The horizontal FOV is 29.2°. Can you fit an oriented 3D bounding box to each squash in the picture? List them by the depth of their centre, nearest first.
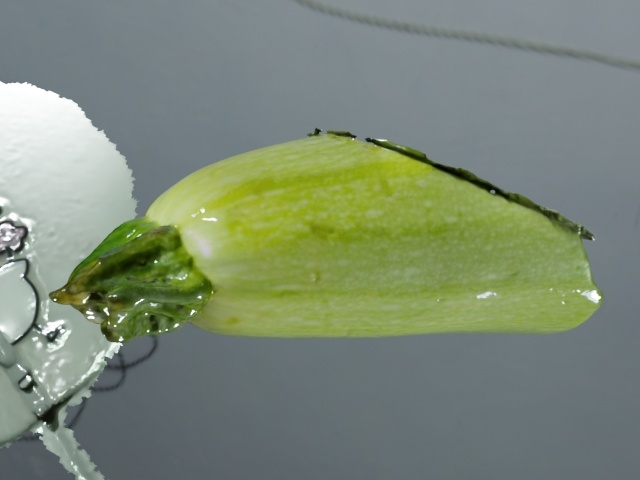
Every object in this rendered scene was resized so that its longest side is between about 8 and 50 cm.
[{"bbox_3d":[0.002,-0.003,0.423,0.090,0.200,0.075,40,124,52],"label":"squash"}]

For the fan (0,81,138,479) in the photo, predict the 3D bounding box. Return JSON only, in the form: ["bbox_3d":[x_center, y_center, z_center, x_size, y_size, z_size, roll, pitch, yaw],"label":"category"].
[{"bbox_3d":[-0.155,0.070,0.632,0.414,0.233,0.012,47,174,21],"label":"fan"}]
